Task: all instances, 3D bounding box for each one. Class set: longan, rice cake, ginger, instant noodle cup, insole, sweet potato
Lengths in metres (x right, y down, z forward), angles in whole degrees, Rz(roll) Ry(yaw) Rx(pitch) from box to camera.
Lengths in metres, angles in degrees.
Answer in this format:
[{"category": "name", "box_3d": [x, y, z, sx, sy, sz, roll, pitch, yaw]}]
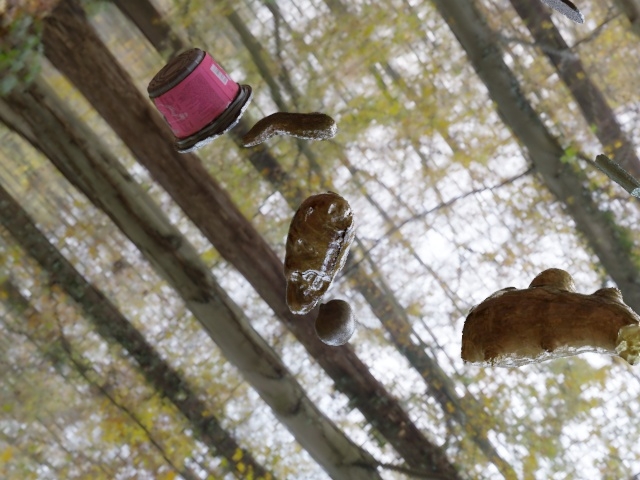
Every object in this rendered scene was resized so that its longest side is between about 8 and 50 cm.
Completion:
[{"category": "longan", "box_3d": [0.033, 0.189, 2.142, 0.113, 0.113, 0.092, -48, -155, -24]}, {"category": "rice cake", "box_3d": [0.702, -0.153, 2.166, 0.029, 0.033, 0.171, -8, -145, -20]}, {"category": "ginger", "box_3d": [0.433, 0.153, 1.672, 0.375, 0.166, 0.236, 2, -161, 31]}, {"category": "instant noodle cup", "box_3d": [-0.326, -0.377, 2.367, 0.258, 0.182, 0.302, -49, -152, -20]}, {"category": "ginger", "box_3d": [0.000, 0.000, 2.528, 0.418, 0.176, 0.254, 104, 6, -47]}, {"category": "insole", "box_3d": [0.329, -0.488, 1.645, 0.009, 0.348, 0.119, -53, 163, 7]}, {"category": "sweet potato", "box_3d": [-0.075, -0.269, 2.184, 0.232, 0.062, 0.081, -6, -128, -4]}]
